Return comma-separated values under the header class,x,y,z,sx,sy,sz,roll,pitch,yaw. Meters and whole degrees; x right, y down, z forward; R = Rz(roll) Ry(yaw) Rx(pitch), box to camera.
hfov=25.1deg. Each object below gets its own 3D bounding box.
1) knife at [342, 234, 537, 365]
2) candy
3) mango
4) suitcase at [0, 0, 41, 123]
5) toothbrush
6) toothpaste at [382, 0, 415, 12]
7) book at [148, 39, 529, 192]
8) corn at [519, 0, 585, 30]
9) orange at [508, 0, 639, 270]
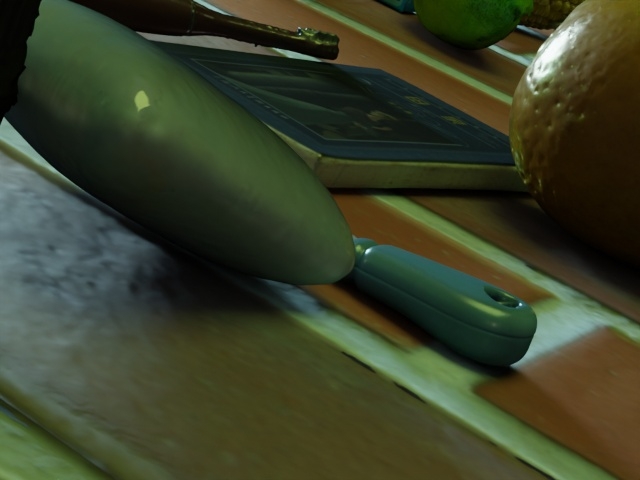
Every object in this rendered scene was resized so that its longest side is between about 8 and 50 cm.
class,x,y,z,sx,sy,sz,roll,pitch,yaw
knife,0.002,0.000,0.732,0.244,0.032,0.058,27,20,28
candy,-0.070,-0.042,0.640,0.138,0.071,0.174,36,2,38
mango,0.153,-0.252,1.446,0.100,0.119,0.178,34,11,-24
suitcase,-0.295,-0.118,0.524,0.335,0.152,0.229,28,21,19
toothbrush,-0.147,-0.167,0.991,0.364,0.041,0.041,10,22,-27
toothpaste,0.005,-0.332,1.598,0.267,0.065,0.050,30,17,25
book,0.020,-0.083,0.975,0.191,0.025,0.269,35,23,36
corn,0.188,-0.318,1.716,0.293,0.106,0.106,12,20,-17
orange,0.244,-0.061,0.914,0.237,0.179,0.158,20,16,-11
